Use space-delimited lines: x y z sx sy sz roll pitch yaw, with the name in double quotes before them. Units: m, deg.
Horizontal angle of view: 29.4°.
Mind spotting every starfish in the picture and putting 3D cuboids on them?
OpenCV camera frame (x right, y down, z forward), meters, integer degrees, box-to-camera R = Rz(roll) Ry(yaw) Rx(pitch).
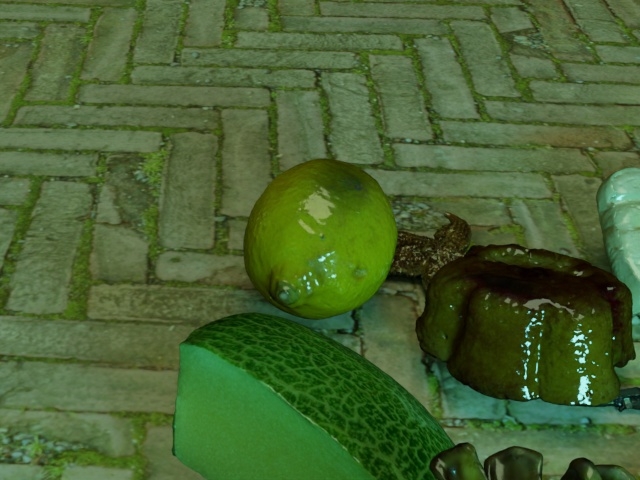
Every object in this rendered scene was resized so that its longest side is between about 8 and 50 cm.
"starfish" 0.147 0.020 1.606 0.227 0.043 0.240 11 31 13

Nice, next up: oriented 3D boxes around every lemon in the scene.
"lemon" 0.000 0.000 1.496 0.188 0.188 0.257 10 31 12

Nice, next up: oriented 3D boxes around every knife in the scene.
"knife" 0.364 0.179 1.383 0.222 0.021 0.045 5 35 4

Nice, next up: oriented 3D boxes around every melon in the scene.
"melon" 0.036 0.232 1.156 0.343 0.331 0.226 27 77 23

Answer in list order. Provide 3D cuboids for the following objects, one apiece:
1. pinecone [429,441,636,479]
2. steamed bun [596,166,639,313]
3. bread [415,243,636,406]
"pinecone" 0.143 0.305 0.825 0.384 0.384 0.384 1 32 -1
"steamed bun" 0.441 0.007 1.576 0.231 0.110 0.212 -9 51 -22
"bread" 0.239 0.093 1.408 0.246 0.135 0.232 12 21 21
